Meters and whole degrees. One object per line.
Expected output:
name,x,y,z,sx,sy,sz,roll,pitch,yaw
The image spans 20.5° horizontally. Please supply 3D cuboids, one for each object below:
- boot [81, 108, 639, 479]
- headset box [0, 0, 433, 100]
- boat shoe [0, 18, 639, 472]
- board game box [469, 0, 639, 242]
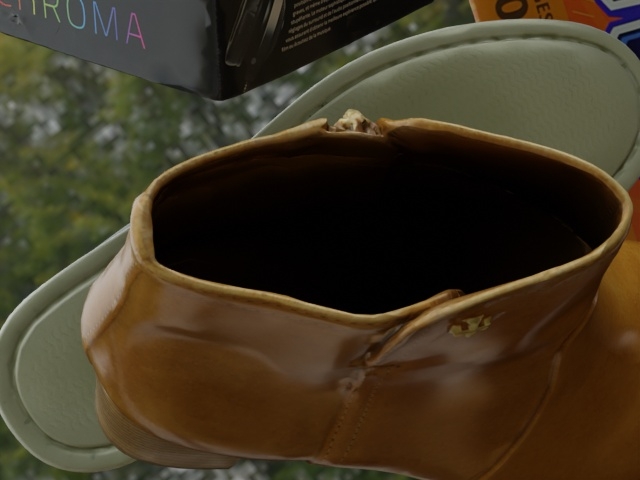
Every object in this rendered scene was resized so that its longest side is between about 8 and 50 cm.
boot,0.069,0.025,0.592,0.295,0.104,0.211,-3,-18,-16
headset box,-0.090,-0.229,0.678,0.131,0.246,0.283,-31,-50,-41
boat shoe,0.002,0.004,0.846,0.340,0.127,0.113,-34,-1,-13
board game box,0.315,-0.135,0.995,0.356,0.356,0.356,-15,9,25
